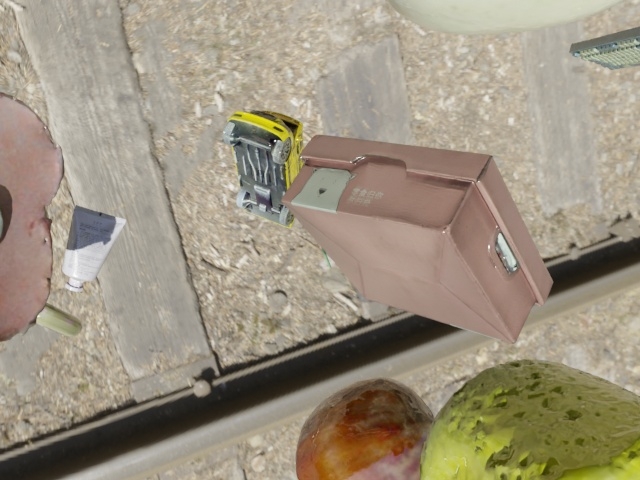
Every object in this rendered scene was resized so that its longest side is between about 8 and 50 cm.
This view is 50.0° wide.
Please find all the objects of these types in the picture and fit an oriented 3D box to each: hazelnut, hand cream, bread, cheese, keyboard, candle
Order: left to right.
[{"bbox_3d":[-0.469,-0.028,0.843,0.287,0.132,0.316,-8,100,-66],"label":"candle"},{"bbox_3d":[-0.461,0.116,1.119,0.097,0.192,0.037,20,74,9],"label":"cheese"},{"bbox_3d":[-0.385,0.017,1.133,0.084,0.053,0.142,17,99,-28],"label":"hand cream"},{"bbox_3d":[0.115,0.505,1.590,0.366,0.366,0.365,-5,104,-22],"label":"hazelnut"},{"bbox_3d":[0.299,0.329,0.828,0.349,0.308,0.347,-7,106,-25],"label":"bread"},{"bbox_3d":[0.292,-0.176,0.624,0.055,0.176,0.014,17,97,-10],"label":"keyboard"}]

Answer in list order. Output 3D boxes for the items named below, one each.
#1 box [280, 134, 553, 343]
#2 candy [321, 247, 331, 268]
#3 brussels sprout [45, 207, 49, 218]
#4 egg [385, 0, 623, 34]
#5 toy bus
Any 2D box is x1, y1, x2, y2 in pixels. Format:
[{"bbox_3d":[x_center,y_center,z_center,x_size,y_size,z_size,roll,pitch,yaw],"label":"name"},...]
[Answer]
[{"bbox_3d":[0.098,0.000,0.698,0.086,0.215,0.215,-58,135,-18],"label":"box"},{"bbox_3d":[0.000,0.000,1.252,0.035,0.035,0.122,-33,114,-26],"label":"candy"},{"bbox_3d":[-0.591,-0.030,1.208,0.223,0.223,0.161,-22,129,-18],"label":"brussels sprout"},{"bbox_3d":[0.103,-0.227,0.415,0.264,0.286,0.174,44,95,3],"label":"egg"},{"bbox_3d":[-0.111,-0.178,1.560,0.152,0.144,0.330,-59,162,-30],"label":"toy bus"}]
